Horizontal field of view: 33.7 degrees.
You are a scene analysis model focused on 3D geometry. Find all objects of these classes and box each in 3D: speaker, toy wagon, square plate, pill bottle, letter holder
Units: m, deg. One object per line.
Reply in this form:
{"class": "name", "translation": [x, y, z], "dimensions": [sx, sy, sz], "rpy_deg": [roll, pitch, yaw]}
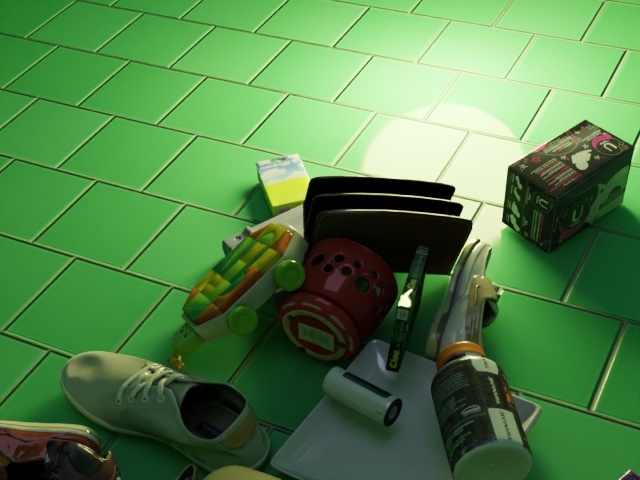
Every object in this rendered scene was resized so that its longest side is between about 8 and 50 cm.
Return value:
{"class": "speaker", "translation": [0.070, 0.269, 1.826], "dimensions": [0.136, 0.055, 0.055], "rpy_deg": [24, 48, 32]}
{"class": "toy wagon", "translation": [-0.171, 0.106, 2.006], "dimensions": [0.344, 0.068, 0.267], "rpy_deg": [-43, 20, -8]}
{"class": "square plate", "translation": [0.149, 0.344, 1.807], "dimensions": [0.347, 0.049, 0.344], "rpy_deg": [20, 46, 28]}
{"class": "pill bottle", "translation": [0.254, 0.279, 1.732], "dimensions": [0.130, 0.130, 0.245], "rpy_deg": [-7, 40, -2]}
{"class": "letter holder", "translation": [0.128, -0.052, 2.081], "dimensions": [0.302, 0.214, 0.152], "rpy_deg": [3, 59, -8]}

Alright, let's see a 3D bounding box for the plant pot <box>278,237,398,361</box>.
{"class": "plant pot", "translation": [0.027, 0.117, 1.985], "dimensions": [0.191, 0.191, 0.174], "rpy_deg": [16, 47, 23]}

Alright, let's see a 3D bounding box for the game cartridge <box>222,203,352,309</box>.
{"class": "game cartridge", "translation": [0.000, 0.000, 2.233], "dimensions": [0.355, 0.068, 0.230], "rpy_deg": [-26, 40, -23]}

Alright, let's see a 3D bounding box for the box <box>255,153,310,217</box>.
{"class": "box", "translation": [-0.077, -0.124, 2.400], "dimensions": [0.109, 0.042, 0.178], "rpy_deg": [-13, 40, -10]}

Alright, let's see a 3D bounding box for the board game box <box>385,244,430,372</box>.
{"class": "board game box", "translation": [0.164, 0.120, 1.955], "dimensions": [0.030, 0.136, 0.259], "rpy_deg": [14, 26, 8]}

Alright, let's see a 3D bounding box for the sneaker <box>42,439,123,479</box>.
{"class": "sneaker", "translation": [-0.452, 0.412, 1.703], "dimensions": [0.281, 0.106, 0.162], "rpy_deg": [-13, 76, -22]}

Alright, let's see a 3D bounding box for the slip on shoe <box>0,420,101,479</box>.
{"class": "slip on shoe", "translation": [-0.543, 0.377, 1.800], "dimensions": [0.331, 0.123, 0.101], "rpy_deg": [0, 44, -1]}

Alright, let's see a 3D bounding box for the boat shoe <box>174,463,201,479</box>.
{"class": "boat shoe", "translation": [-0.243, 0.437, 1.739], "dimensions": [0.056, 0.048, 0.153], "rpy_deg": [15, 44, 23]}

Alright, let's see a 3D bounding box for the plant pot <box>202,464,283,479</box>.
{"class": "plant pot", "translation": [-0.080, 0.451, 1.540], "dimensions": [0.256, 0.256, 0.274], "rpy_deg": [-26, 34, -23]}

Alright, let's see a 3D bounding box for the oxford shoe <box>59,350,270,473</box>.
{"class": "oxford shoe", "translation": [-0.282, 0.279, 1.876], "dimensions": [0.449, 0.130, 0.169], "rpy_deg": [19, 48, 29]}

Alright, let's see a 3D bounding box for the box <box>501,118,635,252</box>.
{"class": "box", "translation": [0.521, -0.114, 2.227], "dimensions": [0.247, 0.163, 0.142], "rpy_deg": [-30, 49, -26]}

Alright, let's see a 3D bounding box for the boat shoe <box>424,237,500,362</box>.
{"class": "boat shoe", "translation": [0.290, 0.124, 2.018], "dimensions": [0.103, 0.113, 0.302], "rpy_deg": [13, 52, 17]}

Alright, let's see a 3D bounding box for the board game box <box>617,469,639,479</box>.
{"class": "board game box", "translation": [0.417, 0.511, 1.540], "dimensions": [0.347, 0.056, 0.208], "rpy_deg": [-36, 44, -20]}
